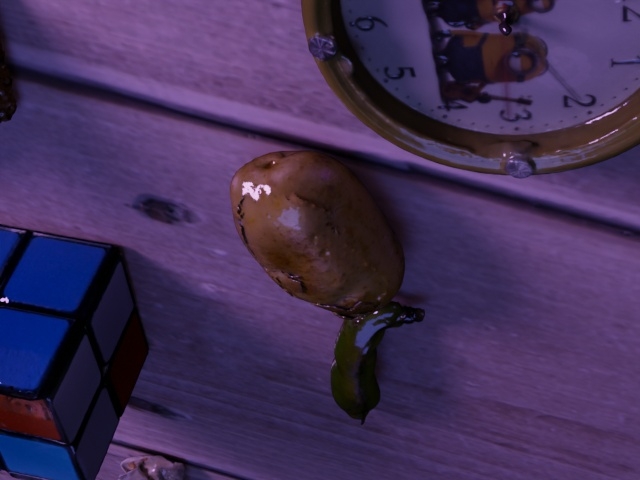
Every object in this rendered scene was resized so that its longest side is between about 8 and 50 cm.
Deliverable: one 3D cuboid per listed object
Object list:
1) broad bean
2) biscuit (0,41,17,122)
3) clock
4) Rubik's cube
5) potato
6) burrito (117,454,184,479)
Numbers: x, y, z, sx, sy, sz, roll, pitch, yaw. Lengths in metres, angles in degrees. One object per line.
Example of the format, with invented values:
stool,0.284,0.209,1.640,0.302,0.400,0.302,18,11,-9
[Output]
broad bean,0.037,0.111,0.865,0.061,0.046,0.195,21,139,0
biscuit,-0.328,-0.093,0.658,0.025,0.231,0.131,49,153,32
clock,0.106,-0.132,0.552,0.237,0.057,0.237,10,142,8
Rubik's cube,-0.279,0.106,0.879,0.183,0.167,0.180,9,141,12
potato,0.000,0.000,0.726,0.107,0.080,0.170,-17,129,18
burrito,-0.221,0.354,1.228,0.082,0.059,0.275,6,141,-8
